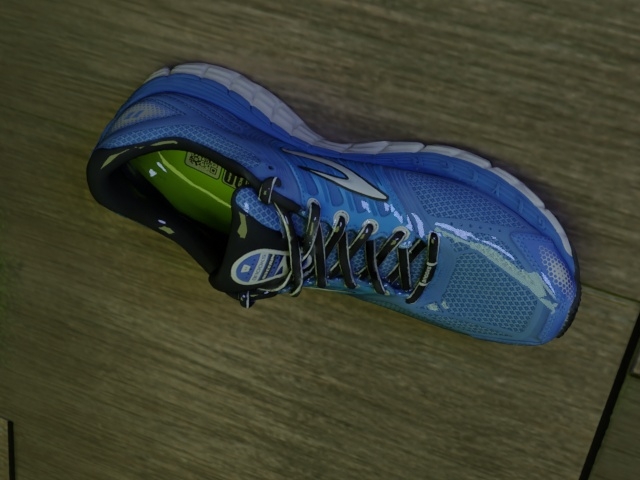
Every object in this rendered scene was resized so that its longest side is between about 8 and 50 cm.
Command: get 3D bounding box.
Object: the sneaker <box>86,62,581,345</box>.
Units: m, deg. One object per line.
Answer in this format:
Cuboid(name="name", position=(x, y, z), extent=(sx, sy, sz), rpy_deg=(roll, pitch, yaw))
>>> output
Cuboid(name="sneaker", position=(0.000, 0.000, 0.679), extent=(0.330, 0.147, 0.130), rpy_deg=(20, 125, 11))
